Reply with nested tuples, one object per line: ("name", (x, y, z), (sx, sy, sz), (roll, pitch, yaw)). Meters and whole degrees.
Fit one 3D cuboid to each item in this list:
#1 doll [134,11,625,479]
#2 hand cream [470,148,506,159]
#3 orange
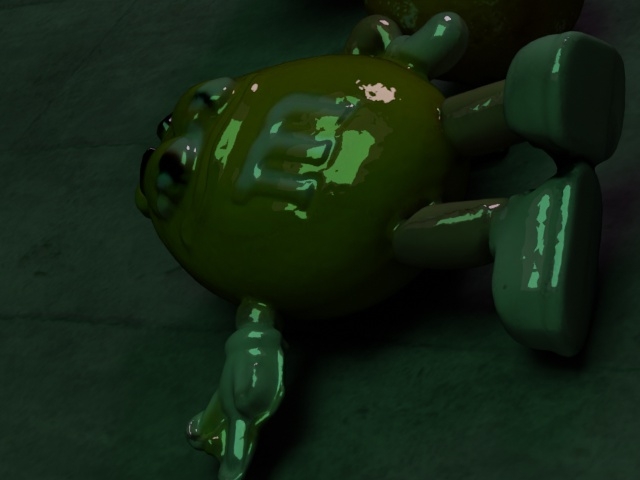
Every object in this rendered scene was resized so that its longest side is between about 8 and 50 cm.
("doll", (0.029, -0.020, 1.162), (0.423, 0.161, 0.348), (-28, 45, 24))
("hand cream", (0.091, -0.068, 1.282), (0.122, 0.023, 0.036), (-12, 42, 42))
("orange", (0.120, -0.202, 1.294), (0.177, 0.177, 0.155), (-137, 57, -59))
